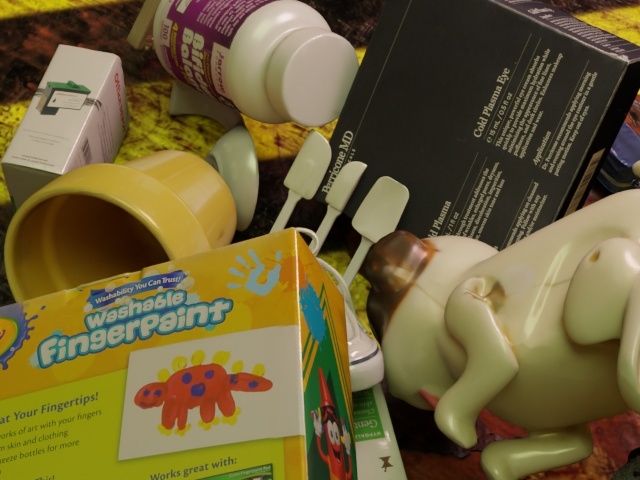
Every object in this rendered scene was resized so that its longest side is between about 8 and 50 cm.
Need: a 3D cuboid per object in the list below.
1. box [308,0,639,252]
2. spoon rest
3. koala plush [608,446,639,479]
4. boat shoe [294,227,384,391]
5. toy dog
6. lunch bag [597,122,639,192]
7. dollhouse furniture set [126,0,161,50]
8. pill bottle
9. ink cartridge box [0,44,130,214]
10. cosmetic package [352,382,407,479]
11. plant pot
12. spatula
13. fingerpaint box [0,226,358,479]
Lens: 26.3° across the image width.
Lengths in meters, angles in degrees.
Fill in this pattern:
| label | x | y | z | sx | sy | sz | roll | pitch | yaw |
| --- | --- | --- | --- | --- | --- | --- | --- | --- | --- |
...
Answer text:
| label | x | y | z | sx | sy | sz | roll | pitch | yaw |
| --- | --- | --- | --- | --- | --- | --- | --- | --- | --- |
| box | 0.205 | -0.148 | 1.770 | 0.313 | 0.343 | 0.179 | 29 | 20 | 16 |
| spoon rest | -0.133 | -0.126 | 1.904 | 0.084 | 0.137 | 0.276 | -4 | 41 | -25 |
| koala plush | 0.415 | 0.307 | 1.577 | 0.221 | 0.196 | 0.203 | -10 | 76 | -12 |
| boat shoe | -0.031 | 0.066 | 1.630 | 0.136 | 0.156 | 0.367 | -11 | 15 | -16 |
| toy dog | 0.233 | 0.080 | 1.533 | 0.408 | 0.285 | 0.395 | -6 | 67 | 36 |
| lunch bag | 0.419 | -0.112 | 1.934 | 0.067 | 0.065 | 0.098 | -15 | 55 | -30 |
| dollhouse furniture set | -0.167 | -0.316 | 2.012 | 0.123 | 0.144 | 0.151 | 44 | 29 | 24 |
| pill bottle | -0.086 | -0.254 | 1.850 | 0.169 | 0.169 | 0.301 | -34 | 38 | -22 |
| ink cartridge box | -0.343 | -0.134 | 1.873 | 0.093 | 0.160 | 0.219 | 12 | 55 | 7 |
| cosmetic package | 0.009 | 0.344 | 1.558 | 0.197 | 0.155 | 0.365 | -9 | 55 | -11 |
| plant pot | -0.227 | 0.004 | 1.728 | 0.254 | 0.254 | 0.239 | 22 | 30 | 13 |
| spatula | 0.000 | 0.000 | 1.775 | 0.168 | 0.242 | 0.019 | 32 | 17 | 17 |
| fingerpaint box | -0.193 | 0.226 | 1.406 | 0.445 | 0.163 | 0.371 | -15 | 54 | 15 |
